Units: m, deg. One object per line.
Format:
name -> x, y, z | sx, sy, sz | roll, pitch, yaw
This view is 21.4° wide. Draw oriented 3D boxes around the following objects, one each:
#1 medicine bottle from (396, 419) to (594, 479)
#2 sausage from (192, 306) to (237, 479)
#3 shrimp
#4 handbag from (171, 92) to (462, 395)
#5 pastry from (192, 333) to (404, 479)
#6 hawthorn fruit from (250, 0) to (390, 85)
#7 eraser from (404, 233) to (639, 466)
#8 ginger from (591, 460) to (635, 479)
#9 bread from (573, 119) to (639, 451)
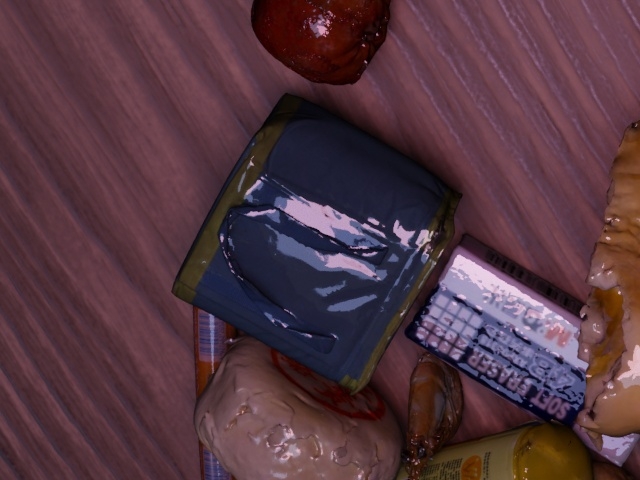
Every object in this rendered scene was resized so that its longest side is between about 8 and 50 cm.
medicine bottle -> 0.196, 0.275, 1.892 | 0.239, 0.124, 0.124 | -23, 99, 44
sausage -> -0.122, 0.198, 2.025 | 0.053, 0.053, 0.347 | 1, 104, 13
shrimp -> 0.127, 0.198, 1.903 | 0.043, 0.184, 0.091 | -21, 118, 34
handbag -> 0.000, 0.000, 1.859 | 0.241, 0.222, 0.263 | 31, 110, -1
pastry -> -0.023, 0.212, 1.904 | 0.265, 0.265, 0.133 | 34, 109, 3
hawthorn fruit -> -0.007, -0.251, 1.839 | 0.172, 0.148, 0.148 | 24, 109, 24
eraser -> 0.249, 0.122, 1.899 | 0.287, 0.086, 0.130 | 30, 109, 4
ginger -> 0.397, 0.367, 1.908 | 0.270, 0.123, 0.219 | 18, 105, 8
bread -> 0.461, 0.083, 1.718 | 0.394, 0.361, 0.250 | 12, 148, 8
